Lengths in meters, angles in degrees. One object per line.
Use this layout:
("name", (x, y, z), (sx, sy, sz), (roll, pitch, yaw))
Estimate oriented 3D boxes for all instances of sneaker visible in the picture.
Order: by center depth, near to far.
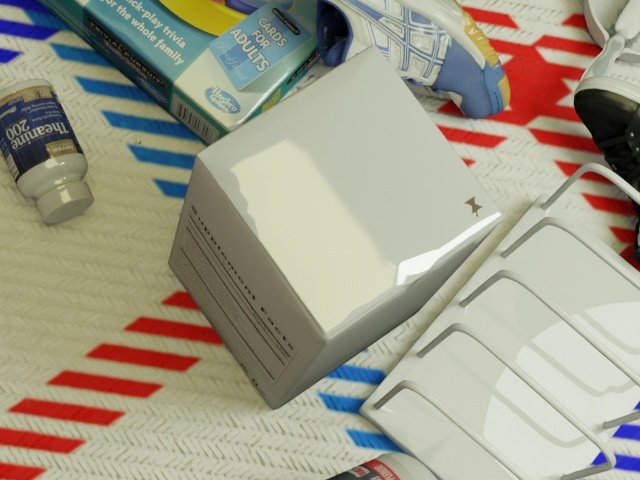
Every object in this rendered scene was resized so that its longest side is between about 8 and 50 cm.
("sneaker", (0.061, -0.196, 1.360), (0.131, 0.112, 0.296), (-43, 127, 3))
("sneaker", (0.308, -0.049, 1.385), (0.217, 0.079, 0.121), (38, 63, -16))

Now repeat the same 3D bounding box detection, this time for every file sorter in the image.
("file sorter", (0.207, 0.097, 1.298), (0.193, 0.173, 0.277), (41, 73, 3))

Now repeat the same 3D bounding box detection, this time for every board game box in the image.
("board game box", (-0.075, -0.283, 1.419), (0.254, 0.079, 0.336), (40, 71, 4))

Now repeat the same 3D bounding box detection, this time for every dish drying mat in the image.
("dish drying mat", (0.305, 0.020, 1.429), (0.083, 0.008, 0.032), (-40, 84, -18))

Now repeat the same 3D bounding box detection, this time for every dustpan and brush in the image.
("dustpan and brush", (0.304, -0.210, 1.471), (0.147, 0.060, 0.211), (36, 71, 2))

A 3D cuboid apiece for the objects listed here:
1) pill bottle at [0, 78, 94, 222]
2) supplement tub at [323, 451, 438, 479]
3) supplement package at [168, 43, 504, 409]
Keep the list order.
("pill bottle", (-0.250, -0.079, 1.333), (0.067, 0.067, 0.120), (-23, 78, -16))
("supplement tub", (-0.012, 0.304, 1.191), (0.272, 0.191, 0.191), (-22, 78, -16))
("supplement package", (0.000, 0.000, 1.233), (0.177, 0.293, 0.175), (-33, 81, -18))
